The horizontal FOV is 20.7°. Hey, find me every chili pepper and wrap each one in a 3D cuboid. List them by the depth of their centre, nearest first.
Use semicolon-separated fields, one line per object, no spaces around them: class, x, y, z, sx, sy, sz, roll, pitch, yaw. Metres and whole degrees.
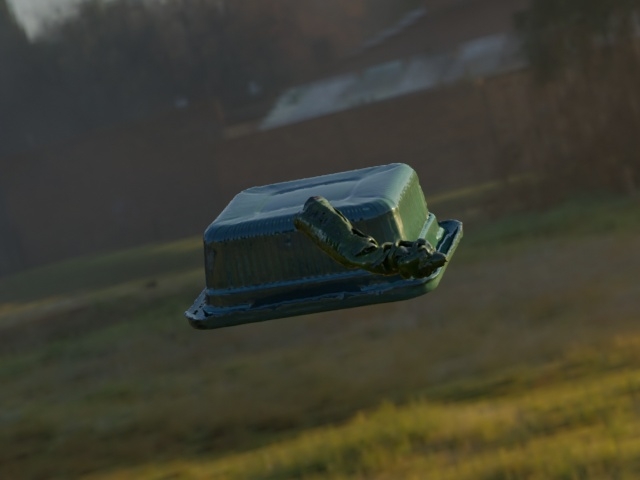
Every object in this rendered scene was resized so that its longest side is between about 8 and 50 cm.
chili pepper;0.020;0.002;0.769;0.083;0.022;0.027;23;28;38

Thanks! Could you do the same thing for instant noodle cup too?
instant noodle cup;0.000;0.000;1.199;0.179;0.070;0.157;-8;14;14
